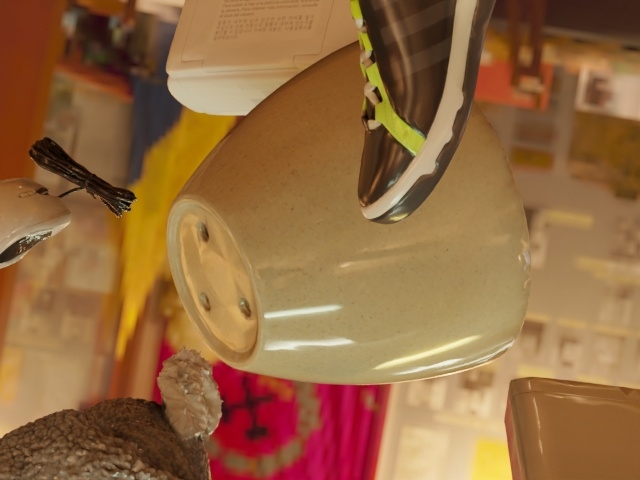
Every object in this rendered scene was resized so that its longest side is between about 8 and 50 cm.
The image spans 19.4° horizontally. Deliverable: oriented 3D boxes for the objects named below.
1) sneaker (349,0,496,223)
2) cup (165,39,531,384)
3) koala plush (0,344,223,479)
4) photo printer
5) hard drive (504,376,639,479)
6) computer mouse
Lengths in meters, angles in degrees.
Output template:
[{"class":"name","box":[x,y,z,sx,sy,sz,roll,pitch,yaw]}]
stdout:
[{"class":"sneaker","box":[0.040,-0.129,1.046,0.097,0.234,0.084,14,-176,-14]},{"class":"cup","box":[0.000,0.000,1.728,0.237,0.331,0.331,-21,-166,-28]},{"class":"koala plush","box":[-0.125,0.165,1.180,0.203,0.196,0.221,39,-163,-10]},{"class":"photo printer","box":[-0.012,-0.284,1.978,0.256,0.307,0.107,0,153,29]},{"class":"hard drive","box":[0.235,0.170,1.125,0.233,0.047,0.353,8,-165,1]},{"class":"computer mouse","box":[-0.250,-0.031,1.630,0.106,0.042,0.193,38,-144,10]}]
